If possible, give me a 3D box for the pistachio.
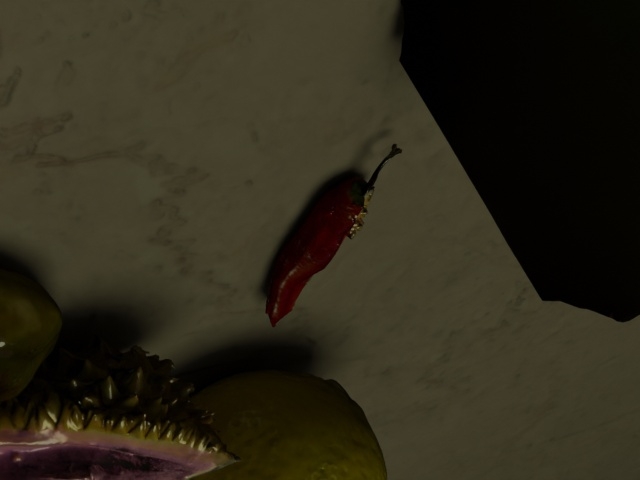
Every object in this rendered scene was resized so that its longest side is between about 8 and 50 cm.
[{"bbox_3d":[-0.279,0.075,1.023,0.110,0.100,0.189,-29,148,13],"label":"pistachio"}]

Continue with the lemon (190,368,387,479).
[{"bbox_3d":[-0.063,0.279,1.333,0.293,0.293,0.293,-19,149,-12],"label":"lemon"}]

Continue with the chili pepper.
[{"bbox_3d":[0.000,0.000,1.172,0.050,0.059,0.268,30,132,-10],"label":"chili pepper"}]

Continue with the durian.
[{"bbox_3d":[-0.256,0.158,1.121,0.341,0.191,0.112,-7,124,-10],"label":"durian"}]

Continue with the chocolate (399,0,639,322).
[{"bbox_3d":[0.282,-0.145,0.906,0.297,0.314,0.326,-17,161,-35],"label":"chocolate"}]
